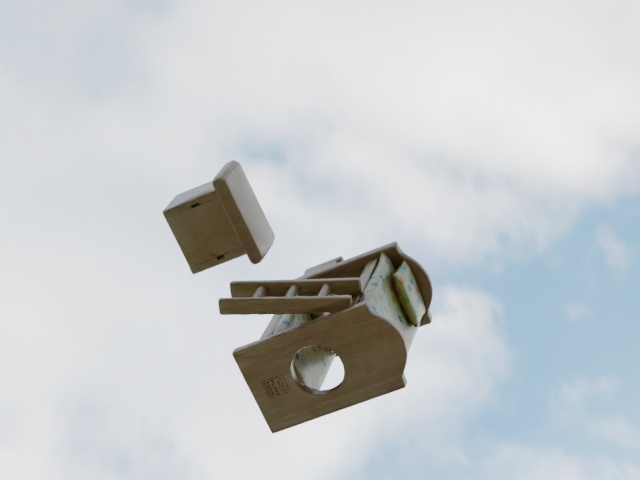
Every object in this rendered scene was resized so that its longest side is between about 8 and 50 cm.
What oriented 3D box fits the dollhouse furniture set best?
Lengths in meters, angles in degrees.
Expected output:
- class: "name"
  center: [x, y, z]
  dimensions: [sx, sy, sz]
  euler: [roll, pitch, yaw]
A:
- class: "dollhouse furniture set"
  center: [0.000, 0.000, 1.166]
  dimensions: [0.101, 0.182, 0.161]
  euler: [-21, -75, 19]
